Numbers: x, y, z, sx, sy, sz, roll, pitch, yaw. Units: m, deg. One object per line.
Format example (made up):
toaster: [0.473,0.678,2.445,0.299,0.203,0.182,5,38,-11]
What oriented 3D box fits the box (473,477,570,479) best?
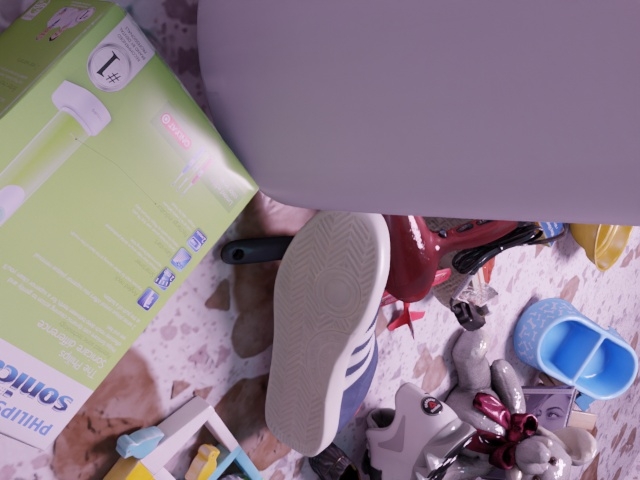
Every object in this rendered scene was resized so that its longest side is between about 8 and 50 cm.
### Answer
box: [0.401,0.572,1.380,0.321,0.058,0.232,-33,133,-4]

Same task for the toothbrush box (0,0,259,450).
toothbrush box: [-0.215,-0.015,0.489,0.283,0.122,0.206,-54,139,-15]

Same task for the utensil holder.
utensil holder: [0.135,-0.174,0.534,0.327,0.385,0.328,-9,100,-57]

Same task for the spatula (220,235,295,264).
spatula: [0.000,0.000,0.793,0.296,0.030,0.084,-8,116,-44]

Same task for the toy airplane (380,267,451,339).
toy airplane: [0.136,0.090,0.967,0.151,0.028,0.151,-12,122,-20]

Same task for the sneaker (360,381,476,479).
sneaker: [0.129,0.352,1.030,0.122,0.146,0.331,-20,143,-40]

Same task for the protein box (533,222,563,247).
protein box: [0.332,-0.135,1.002,0.201,0.135,0.200,-58,139,-10]

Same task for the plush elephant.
plush elephant: [0.343,0.378,1.158,0.272,0.255,0.330,-52,137,-16]

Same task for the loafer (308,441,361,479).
loafer: [0.036,0.376,0.979,0.062,0.061,0.170,-49,137,-21]

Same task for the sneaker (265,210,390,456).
sneaker: [0.024,0.099,0.793,0.148,0.131,0.350,-26,139,-53]

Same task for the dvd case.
dvd case: [0.430,0.398,1.298,0.018,0.164,0.221,45,56,-22]

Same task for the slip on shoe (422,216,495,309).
slip on shoe: [0.217,-0.029,0.951,0.101,0.123,0.332,-49,142,-32]

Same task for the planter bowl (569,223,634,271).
planter bowl: [0.610,-0.048,1.372,0.217,0.090,0.217,-22,122,-40]

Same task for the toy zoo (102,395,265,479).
toy zoo: [-0.170,0.319,0.759,0.192,0.030,0.293,-44,134,-24]

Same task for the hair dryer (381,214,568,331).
hair dryer: [0.174,-0.005,0.845,0.293,0.080,0.224,23,111,-33]

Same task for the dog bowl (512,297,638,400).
dog bowl: [0.557,0.242,1.351,0.297,0.074,0.166,29,97,-17]

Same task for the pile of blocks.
pile of blocks: [0.573,0.365,1.494,0.148,0.113,0.363,14,105,-9]
